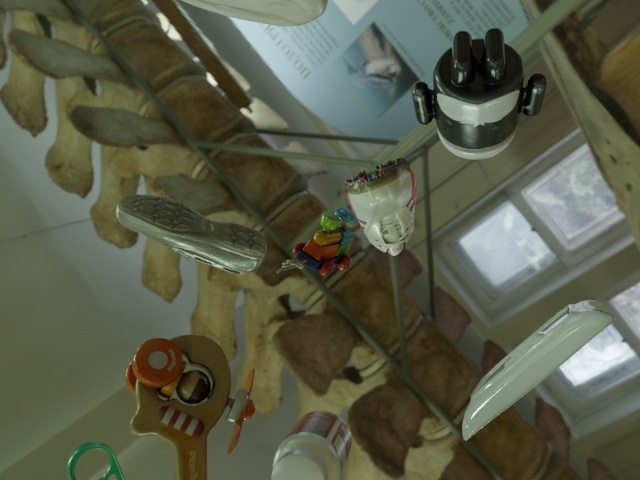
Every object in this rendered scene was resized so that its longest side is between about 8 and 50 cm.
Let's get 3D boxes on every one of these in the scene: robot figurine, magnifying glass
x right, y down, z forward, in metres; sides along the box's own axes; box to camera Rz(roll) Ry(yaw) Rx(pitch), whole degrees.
[{"bbox_3d":[0.313,-0.287,1.147,0.209,0.173,0.278,38,166,29],"label":"robot figurine"},{"bbox_3d":[-0.427,0.502,1.192,0.092,0.026,0.231,-53,-57,-26],"label":"magnifying glass"}]

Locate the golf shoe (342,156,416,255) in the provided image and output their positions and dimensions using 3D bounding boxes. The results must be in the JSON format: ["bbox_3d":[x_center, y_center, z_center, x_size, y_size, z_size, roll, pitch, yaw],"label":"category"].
[{"bbox_3d":[0.070,-0.030,0.574,0.186,0.068,0.085,22,-134,-80],"label":"golf shoe"}]

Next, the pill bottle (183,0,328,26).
[{"bbox_3d":[-0.046,-0.349,0.464,0.170,0.301,0.169,12,-173,-2],"label":"pill bottle"}]

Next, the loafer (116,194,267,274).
[{"bbox_3d":[-0.273,-0.003,1.206,0.320,0.111,0.112,21,-144,-16],"label":"loafer"}]

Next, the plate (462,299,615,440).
[{"bbox_3d":[0.342,0.190,0.930,0.045,0.277,0.278,48,-164,17],"label":"plate"}]

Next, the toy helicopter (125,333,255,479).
[{"bbox_3d":[-0.215,0.341,1.016,0.235,0.140,0.354,2,-115,-25],"label":"toy helicopter"}]

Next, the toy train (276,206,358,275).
[{"bbox_3d":[0.000,0.000,1.330,0.105,0.143,0.248,32,-159,24],"label":"toy train"}]

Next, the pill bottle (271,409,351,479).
[{"bbox_3d":[-0.017,0.395,1.041,0.121,0.121,0.216,54,-171,7],"label":"pill bottle"}]
